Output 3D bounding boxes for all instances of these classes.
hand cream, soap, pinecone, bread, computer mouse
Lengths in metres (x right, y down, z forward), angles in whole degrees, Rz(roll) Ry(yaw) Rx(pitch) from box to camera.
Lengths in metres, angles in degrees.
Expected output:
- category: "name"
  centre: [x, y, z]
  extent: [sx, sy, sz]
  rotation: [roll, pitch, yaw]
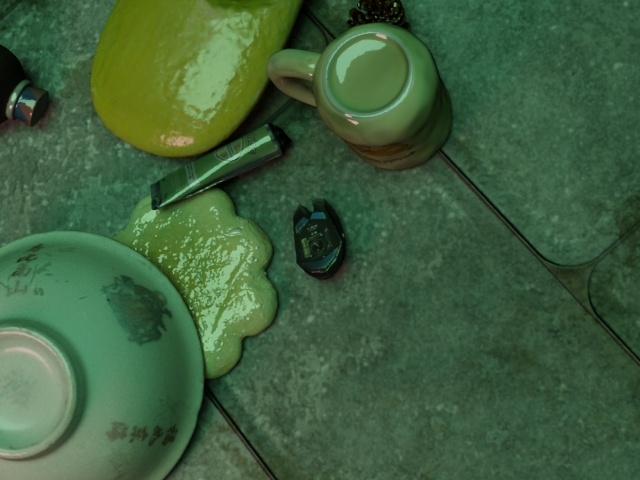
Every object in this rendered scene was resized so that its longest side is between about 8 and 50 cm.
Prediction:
- category: "hand cream"
  centre: [-0.156, -0.116, 1.550]
  extent: [0.235, 0.055, 0.086]
  rotation: [-24, 30, 3]
- category: "soap"
  centre: [-0.195, -0.336, 1.592]
  extent: [0.306, 0.115, 0.427]
  rotation: [24, 86, 16]
- category: "pinecone"
  centre: [0.089, -0.322, 1.510]
  extent: [0.102, 0.109, 0.102]
  rotation: [0, 86, -7]
- category: "bread"
  centre: [-0.214, 0.066, 1.546]
  extent: [0.316, 0.054, 0.315]
  rotation: [-3, 78, 13]
- category: "computer mouse"
  centre: [0.000, 0.000, 1.500]
  extent: [0.079, 0.047, 0.135]
  rotation: [-25, 61, 16]

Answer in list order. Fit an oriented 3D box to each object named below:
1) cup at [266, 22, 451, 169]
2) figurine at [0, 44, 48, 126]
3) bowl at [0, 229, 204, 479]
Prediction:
- category: "cup"
  centre: [0.062, -0.229, 1.448]
  extent: [0.255, 0.202, 0.173]
  rotation: [42, 92, 20]
- category: "figurine"
  centre: [-0.588, -0.264, 1.680]
  extent: [0.276, 0.161, 0.158]
  rotation: [22, 126, 21]
- category: "bowl"
  centre: [-0.395, 0.201, 1.422]
  extent: [0.435, 0.196, 0.434]
  rotation: [0, 90, 7]
